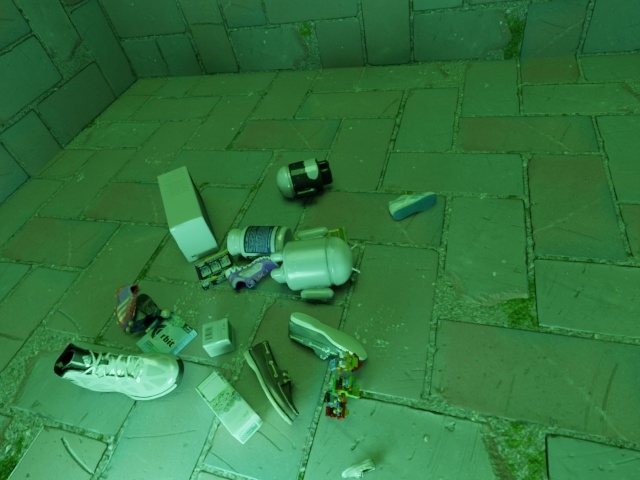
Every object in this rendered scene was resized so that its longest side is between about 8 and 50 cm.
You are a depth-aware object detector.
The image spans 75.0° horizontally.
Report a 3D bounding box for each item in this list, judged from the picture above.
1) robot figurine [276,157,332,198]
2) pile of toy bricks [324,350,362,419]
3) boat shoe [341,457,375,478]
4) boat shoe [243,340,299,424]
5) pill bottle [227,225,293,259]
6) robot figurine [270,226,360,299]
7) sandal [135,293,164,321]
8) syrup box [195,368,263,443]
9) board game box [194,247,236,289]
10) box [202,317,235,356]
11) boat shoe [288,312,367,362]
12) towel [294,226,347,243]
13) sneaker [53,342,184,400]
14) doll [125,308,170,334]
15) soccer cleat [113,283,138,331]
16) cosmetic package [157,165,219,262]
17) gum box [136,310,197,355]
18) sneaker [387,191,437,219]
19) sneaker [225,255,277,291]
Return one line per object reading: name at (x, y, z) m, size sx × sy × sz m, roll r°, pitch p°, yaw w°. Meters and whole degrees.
robot figurine at (-0.083, -0.312, 2.097) m, size 0.278 × 0.174 × 0.209 m, roll -14°, pitch 11°, yaw 0°
pile of toy bricks at (0.088, 0.482, 1.359) m, size 0.105 × 0.118 × 0.212 m, roll 21°, pitch 51°, yaw -19°
boat shoe at (0.112, 0.672, 1.213) m, size 0.100 × 0.035 × 0.035 m, roll -18°, pitch 43°, yaw -12°
boat shoe at (-0.154, 0.470, 1.417) m, size 0.096 × 0.117 × 0.324 m, roll -33°, pitch 43°, yaw -13°
pill bottle at (-0.265, 0.011, 1.847) m, size 0.264 × 0.153 × 0.153 m, roll 1°, pitch 48°, yaw 15°
robot figurine at (-0.020, 0.092, 1.675) m, size 0.353 × 0.200 × 0.300 m, roll -8°, pitch 74°, yaw 7°
sandal at (-0.724, 0.296, 1.781) m, size 0.179 × 0.040 × 0.067 m, roll 36°, pitch 69°, yaw 21°
syrup box at (-0.304, 0.549, 1.389) m, size 0.093 × 0.096 × 0.236 m, roll -42°, pitch 52°, yaw -21°
board game box at (-0.464, 0.126, 1.863) m, size 0.170 × 0.048 × 0.141 m, roll -26°, pitch 45°, yaw -9°
box at (-0.386, 0.369, 1.586) m, size 0.101 × 0.087 × 0.101 m, roll -15°, pitch 46°, yaw -1°
boat shoe at (0.017, 0.369, 1.502) m, size 0.319 × 0.116 × 0.099 m, roll 24°, pitch 100°, yaw 24°
towel at (0.000, 0.000, 1.882) m, size 0.237 × 0.021 × 0.102 m, roll -12°, pitch 45°, yaw 3°
sneaker at (-0.723, 0.457, 1.449) m, size 0.447 × 0.257 × 0.169 m, roll -5°, pitch 65°, yaw 14°
doll at (-0.690, 0.327, 1.688) m, size 0.188 × 0.046 × 0.129 m, roll -23°, pitch 29°, yaw 7°
soccer cleat at (-0.824, 0.282, 1.788) m, size 0.095 × 0.083 × 0.248 m, roll -20°, pitch 43°, yaw -12°
cosmetic package at (-0.649, -0.139, 2.034) m, size 0.161 × 0.230 × 0.453 m, roll -23°, pitch 47°, yaw -9°
gum box at (-0.611, 0.390, 1.655) m, size 0.157 × 0.041 × 0.184 m, roll 27°, pitch 58°, yaw 34°
sneaker at (0.419, -0.177, 1.898) m, size 0.228 × 0.087 × 0.092 m, roll -19°, pitch 44°, yaw -7°
sneaker at (-0.285, 0.148, 1.774) m, size 0.236 × 0.095 × 0.105 m, roll -20°, pitch 52°, yaw 2°
